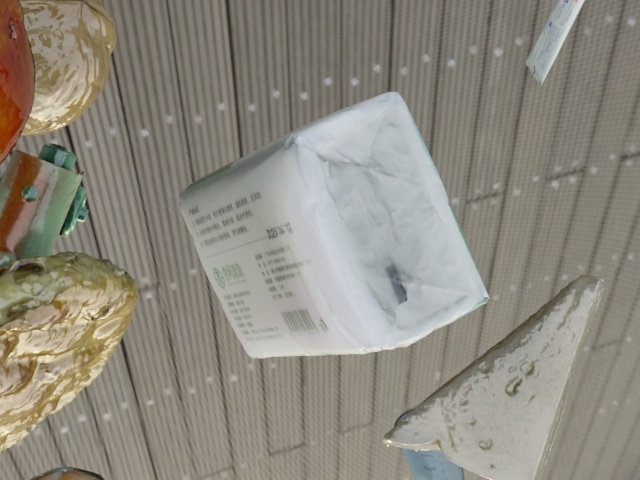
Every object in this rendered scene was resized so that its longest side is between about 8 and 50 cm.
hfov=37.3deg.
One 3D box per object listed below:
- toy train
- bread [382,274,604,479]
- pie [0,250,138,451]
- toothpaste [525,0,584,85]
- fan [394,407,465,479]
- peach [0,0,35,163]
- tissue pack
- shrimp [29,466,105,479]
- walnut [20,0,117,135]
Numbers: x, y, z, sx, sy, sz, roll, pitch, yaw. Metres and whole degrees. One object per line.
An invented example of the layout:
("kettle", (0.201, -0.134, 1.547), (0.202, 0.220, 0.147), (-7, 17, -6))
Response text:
("toy train", (-0.356, 0.020, 1.093), (0.116, 0.177, 0.286), (23, 87, -10))
("bread", (0.115, 0.082, 0.629), (0.077, 0.105, 0.152), (26, 83, -77))
("pie", (-0.343, 0.140, 1.016), (0.339, 0.083, 0.339), (-38, 164, -13))
("toothpaste", (0.333, -0.311, 1.305), (0.033, 0.052, 0.218), (-8, 144, -23))
("fan", (0.124, 0.290, 0.868), (0.057, 0.282, 0.023), (-14, 177, 12))
("peach", (-0.444, -0.154, 0.841), (0.372, 0.373, 0.290), (-3, 160, -25))
("tissue pack", (0.001, -0.001, 1.154), (0.193, 0.266, 0.356), (-26, -174, -28))
("shrimp", (-0.279, 0.328, 0.910), (0.143, 0.251, 0.052), (-1, 129, 10))
("walnut", (-0.463, -0.309, 1.499), (0.313, 0.277, 0.252), (-18, 131, 37))
